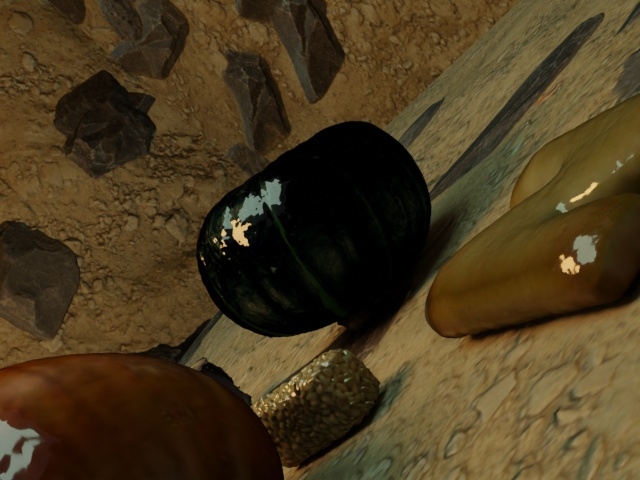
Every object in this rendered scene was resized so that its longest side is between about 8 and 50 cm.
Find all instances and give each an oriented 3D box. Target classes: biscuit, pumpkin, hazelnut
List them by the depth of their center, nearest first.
[{"bbox_3d":[0.205,-0.026,0.886,0.237,0.062,0.290,-50,8,-18],"label":"biscuit"},{"bbox_3d":[-0.200,0.262,0.936,0.372,0.315,0.372,-26,48,33],"label":"hazelnut"},{"bbox_3d":[-0.014,0.170,1.093,0.168,0.082,0.070,-43,6,43],"label":"biscuit"},{"bbox_3d":[0.000,0.000,1.370,0.315,0.239,0.315,-30,5,3],"label":"pumpkin"}]

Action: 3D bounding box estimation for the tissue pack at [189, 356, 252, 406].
[{"bbox_3d":[-0.211,0.306,1.414,0.242,0.125,0.344,-48,7,8],"label":"tissue pack"}]
